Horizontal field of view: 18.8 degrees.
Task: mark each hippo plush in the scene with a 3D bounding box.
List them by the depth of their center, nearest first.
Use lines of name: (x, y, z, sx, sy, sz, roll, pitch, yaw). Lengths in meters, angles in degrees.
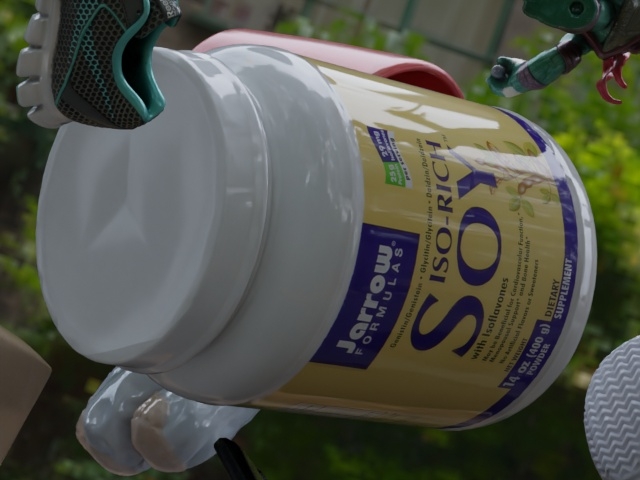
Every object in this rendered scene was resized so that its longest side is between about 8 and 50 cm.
hippo plush: (-0.128, 0.059, 1.735, 0.294, 0.237, 0.234, -16, 13, 33)

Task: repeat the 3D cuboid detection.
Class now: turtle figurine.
turtle figurine: (0.194, -0.184, 1.404, 0.118, 0.175, 0.234, 15, -3, 7)

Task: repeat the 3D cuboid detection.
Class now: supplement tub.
supplement tub: (0.000, 0.000, 1.317, 0.331, 0.241, 0.241, 10, -2, -41)

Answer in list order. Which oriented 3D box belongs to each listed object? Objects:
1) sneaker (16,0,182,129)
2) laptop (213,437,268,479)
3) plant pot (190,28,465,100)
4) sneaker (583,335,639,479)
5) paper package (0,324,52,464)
sneaker: (-0.099, -0.129, 0.938, 0.076, 0.166, 0.065, 16, 26, 23)
laptop: (-0.003, 0.400, 1.168, 0.382, 0.236, 0.408, 57, -3, -27)
plant pot: (-0.020, -0.089, 1.959, 0.243, 0.275, 0.275, 27, -4, 35)
sneaker: (0.316, 0.254, 1.414, 0.137, 0.366, 0.210, -29, -37, 27)
paper package: (-0.409, 0.161, 1.579, 0.168, 0.309, 0.325, 26, -9, 22)
